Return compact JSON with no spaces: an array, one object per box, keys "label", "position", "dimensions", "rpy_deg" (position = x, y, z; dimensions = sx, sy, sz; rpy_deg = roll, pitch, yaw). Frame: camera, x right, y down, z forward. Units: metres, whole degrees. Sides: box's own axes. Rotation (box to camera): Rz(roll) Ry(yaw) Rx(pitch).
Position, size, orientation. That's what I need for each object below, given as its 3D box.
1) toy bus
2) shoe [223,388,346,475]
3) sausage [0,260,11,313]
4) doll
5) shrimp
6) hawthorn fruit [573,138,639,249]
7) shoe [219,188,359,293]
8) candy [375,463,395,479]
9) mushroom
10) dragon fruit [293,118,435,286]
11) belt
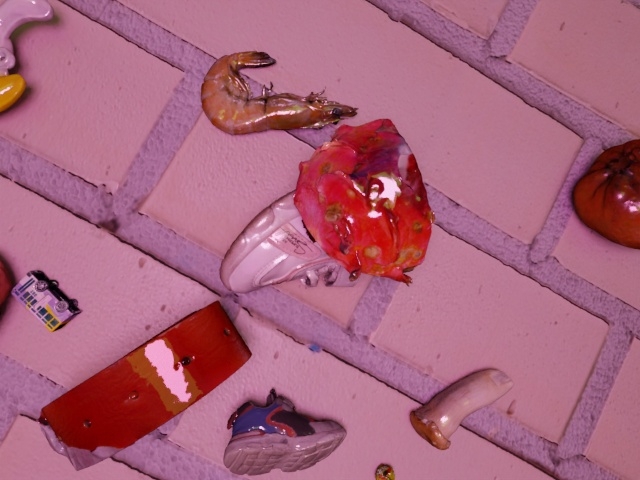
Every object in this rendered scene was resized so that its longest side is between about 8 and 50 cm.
[{"label":"toy bus","position":[-0.469,0.103,0.737],"dimensions":[0.058,0.052,0.102],"rpy_deg":[-44,95,-9]},{"label":"shoe","position":[-0.067,0.333,0.766],"dimensions":[0.227,0.126,0.099],"rpy_deg":[9,122,-30]},{"label":"sausage","position":[-0.604,0.136,0.666],"dimensions":[0.152,0.152,0.280],"rpy_deg":[31,84,-5]},{"label":"doll","position":[-0.590,-0.309,0.722],"dimensions":[0.237,0.111,0.252],"rpy_deg":[16,85,9]},{"label":"shrimp","position":[-0.078,-0.285,0.819],"dimensions":[0.295,0.058,0.169],"rpy_deg":[-2,84,-5]},{"label":"hawthorn fruit","position":[0.642,-0.073,0.826],"dimensions":[0.260,0.224,0.224],"rpy_deg":[31,82,-20]},{"label":"shoe","position":[0.000,0.000,0.747],"dimensions":[0.351,0.172,0.198],"rpy_deg":[-38,92,-9]},{"label":"candy","position":[0.137,0.476,0.808],"dimensions":[0.035,0.035,0.123],"rpy_deg":[-20,99,23]},{"label":"mushroom","position":[0.270,0.308,0.813],"dimensions":[0.209,0.084,0.071],"rpy_deg":[-30,111,-12]},{"label":"dragon fruit","position":[0.053,-0.061,0.615],"dimensions":[0.161,0.126,0.274],"rpy_deg":[-15,74,-17]},{"label":"belt","position":[-0.268,0.222,0.671],"dimensions":[0.323,0.227,0.115],"rpy_deg":[-32,88,4]}]
